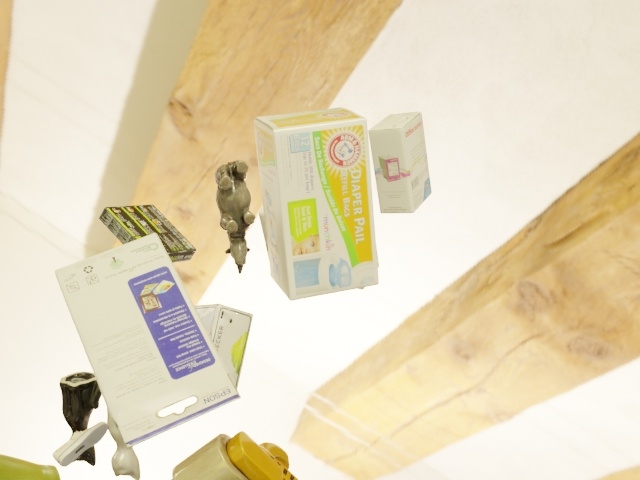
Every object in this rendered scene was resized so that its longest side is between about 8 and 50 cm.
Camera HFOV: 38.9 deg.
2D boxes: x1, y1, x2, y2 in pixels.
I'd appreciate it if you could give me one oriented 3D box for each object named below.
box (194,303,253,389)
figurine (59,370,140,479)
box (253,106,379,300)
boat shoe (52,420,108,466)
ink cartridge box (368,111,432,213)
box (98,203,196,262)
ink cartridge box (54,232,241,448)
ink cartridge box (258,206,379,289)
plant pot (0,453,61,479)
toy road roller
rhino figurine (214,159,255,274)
[{"bbox_3d":[-0.264,0.227,1.890,0.087,0.169,0.290,21,-18,-31],"label":"box"},{"bbox_3d":[-0.472,0.413,1.976,0.215,0.092,0.209,10,-76,28],"label":"figurine"},{"bbox_3d":[-0.005,-0.047,1.064,0.103,0.114,0.203,-137,-141,-68],"label":"box"},{"bbox_3d":[-0.395,0.327,1.484,0.035,0.100,0.035,29,-36,31],"label":"boat shoe"},{"bbox_3d":[0.112,-0.109,1.252,0.052,0.088,0.122,1,-68,25],"label":"ink cartridge box"},{"bbox_3d":[-0.437,-0.016,2.299,0.191,0.184,0.045,43,-64,19],"label":"box"},{"bbox_3d":[-0.247,0.142,1.275,0.065,0.165,0.332,88,-24,-48],"label":"ink cartridge box"},{"bbox_3d":[0.000,0.000,1.844,0.219,0.092,0.160,8,-54,26],"label":"ink cartridge box"},{"bbox_3d":[-0.815,0.655,2.159,0.353,0.366,0.366,8,-24,-27],"label":"plant pot"},{"bbox_3d":[-0.170,0.532,1.997,0.202,0.240,0.329,-36,-65,10],"label":"toy road roller"},{"bbox_3d":[-0.173,-0.048,1.862,0.106,0.073,0.243,-144,-132,-71],"label":"rhino figurine"}]
